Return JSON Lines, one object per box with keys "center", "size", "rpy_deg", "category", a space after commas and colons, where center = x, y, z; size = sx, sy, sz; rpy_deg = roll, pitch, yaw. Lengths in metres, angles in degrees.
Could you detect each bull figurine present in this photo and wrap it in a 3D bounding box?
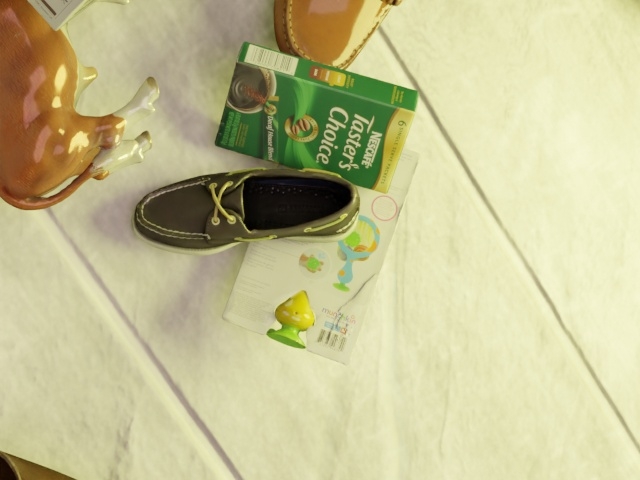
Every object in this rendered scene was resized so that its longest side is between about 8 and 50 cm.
{"center": [-0.264, -0.188, 1.397], "size": [0.188, 0.101, 0.311], "rpy_deg": [-13, 98, -22], "category": "bull figurine"}

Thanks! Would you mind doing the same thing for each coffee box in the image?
{"center": [-0.004, -0.120, 1.477], "size": [0.184, 0.040, 0.113], "rpy_deg": [16, 131, -4], "category": "coffee box"}

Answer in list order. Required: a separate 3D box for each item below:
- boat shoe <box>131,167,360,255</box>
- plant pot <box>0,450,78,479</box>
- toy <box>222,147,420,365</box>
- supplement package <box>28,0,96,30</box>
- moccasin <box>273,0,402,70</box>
{"center": [-0.074, -0.035, 1.468], "size": [0.227, 0.069, 0.081], "rpy_deg": [-4, 72, -4], "category": "boat shoe"}
{"center": [-0.231, 0.321, 1.404], "size": [0.230, 0.215, 0.215], "rpy_deg": [18, 87, -36], "category": "plant pot"}
{"center": [0.000, 0.000, 1.529], "size": [0.136, 0.056, 0.237], "rpy_deg": [20, 71, -2], "category": "toy"}
{"center": [-0.232, -0.360, 1.313], "size": [0.262, 0.145, 0.204], "rpy_deg": [48, 44, -8], "category": "supplement package"}
{"center": [0.077, -0.332, 1.499], "size": [0.139, 0.147, 0.380], "rpy_deg": [38, 79, -19], "category": "moccasin"}
